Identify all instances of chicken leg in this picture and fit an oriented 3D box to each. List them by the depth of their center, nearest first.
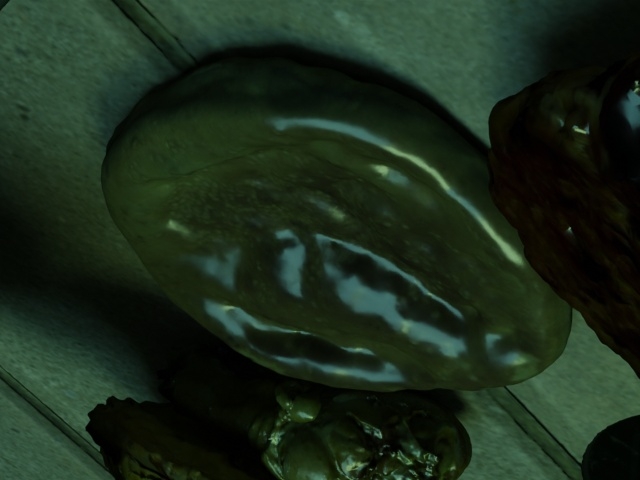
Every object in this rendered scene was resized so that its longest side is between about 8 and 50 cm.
[{"bbox_3d":[-0.014,0.116,1.292,0.228,0.103,0.088,18,111,16],"label":"chicken leg"}]

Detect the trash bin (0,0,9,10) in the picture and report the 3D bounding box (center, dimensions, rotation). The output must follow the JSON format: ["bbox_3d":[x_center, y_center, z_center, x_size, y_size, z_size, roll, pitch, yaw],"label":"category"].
[{"bbox_3d":[-0.167,-0.161,0.915,0.101,0.176,0.236,38,144,-16],"label":"trash bin"}]

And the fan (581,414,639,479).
[{"bbox_3d":[0.222,0.144,1.019,0.223,0.294,0.012,20,117,34],"label":"fan"}]

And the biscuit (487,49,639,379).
[{"bbox_3d":[0.206,0.019,0.924,0.289,0.081,0.334,45,167,-3],"label":"biscuit"}]

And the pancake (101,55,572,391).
[{"bbox_3d":[0.000,0.000,1.151,0.294,0.049,0.294,19,147,13],"label":"pancake"}]

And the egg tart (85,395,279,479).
[{"bbox_3d":[-0.064,0.190,1.370,0.241,0.106,0.241,27,176,2],"label":"egg tart"}]
